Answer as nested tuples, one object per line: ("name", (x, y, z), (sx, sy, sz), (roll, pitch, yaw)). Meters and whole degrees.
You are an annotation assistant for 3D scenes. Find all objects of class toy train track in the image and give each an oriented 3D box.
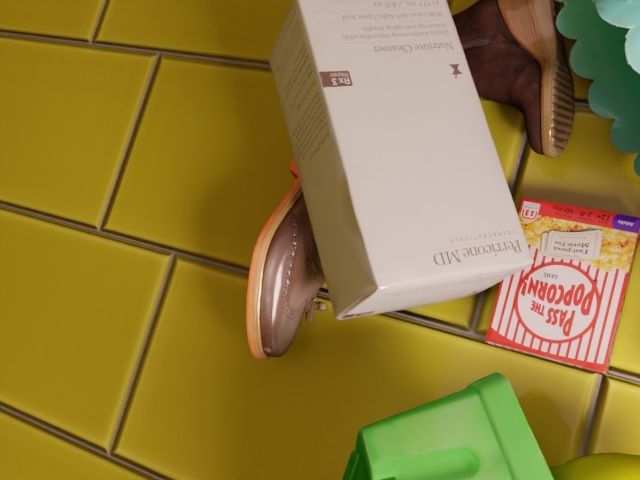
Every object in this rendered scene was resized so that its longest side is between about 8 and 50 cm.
("toy train track", (-0.031, 0.095, 1.090), (0.083, 0.014, 0.048), (0, 76, 25))

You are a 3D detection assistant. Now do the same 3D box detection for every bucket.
("bucket", (0.405, -0.215, 0.836), (0.183, 0.281, 0.281), (-28, 67, 11))

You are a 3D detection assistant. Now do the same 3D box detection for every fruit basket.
("fruit basket", (0.230, 0.328, 0.752), (0.392, 0.283, 0.392), (6, 43, -6))

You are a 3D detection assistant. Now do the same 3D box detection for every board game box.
("board game box", (0.302, 0.054, 0.931), (0.146, 0.045, 0.193), (12, 82, 27))

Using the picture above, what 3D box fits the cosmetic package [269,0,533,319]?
("cosmetic package", (0.089, -0.111, 0.944), (0.217, 0.156, 0.385), (-10, 73, -21))

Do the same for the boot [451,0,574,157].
("boot", (0.231, -0.216, 1.029), (0.207, 0.090, 0.248), (-10, 74, 35))

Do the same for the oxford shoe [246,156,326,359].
("oxford shoe", (0.000, 0.000, 1.037), (0.132, 0.130, 0.364), (16, 82, 19))

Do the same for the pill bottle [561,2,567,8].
("pill bottle", (0.386, -0.318, 0.970), (0.137, 0.078, 0.078), (-15, 71, 18))
